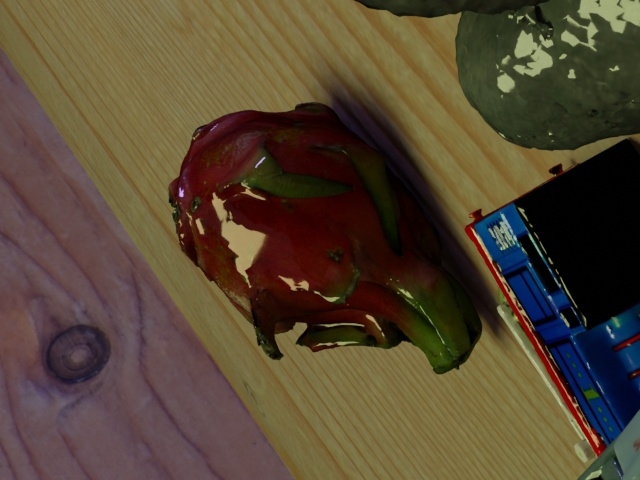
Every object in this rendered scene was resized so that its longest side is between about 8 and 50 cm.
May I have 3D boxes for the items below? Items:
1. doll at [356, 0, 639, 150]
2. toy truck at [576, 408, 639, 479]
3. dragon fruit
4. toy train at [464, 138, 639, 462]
[{"bbox_3d":[0.049,-0.117,0.520,0.246,0.340,0.158,-97,19,-65],"label":"doll"},{"bbox_3d":[0.152,0.154,0.640,0.133,0.338,0.184,22,-157,-26],"label":"toy truck"},{"bbox_3d":[-0.003,0.010,1.210,0.269,0.198,0.200,48,155,-4],"label":"dragon fruit"},{"bbox_3d":[0.167,0.054,0.863,0.204,0.082,0.131,60,164,2],"label":"toy train"}]
